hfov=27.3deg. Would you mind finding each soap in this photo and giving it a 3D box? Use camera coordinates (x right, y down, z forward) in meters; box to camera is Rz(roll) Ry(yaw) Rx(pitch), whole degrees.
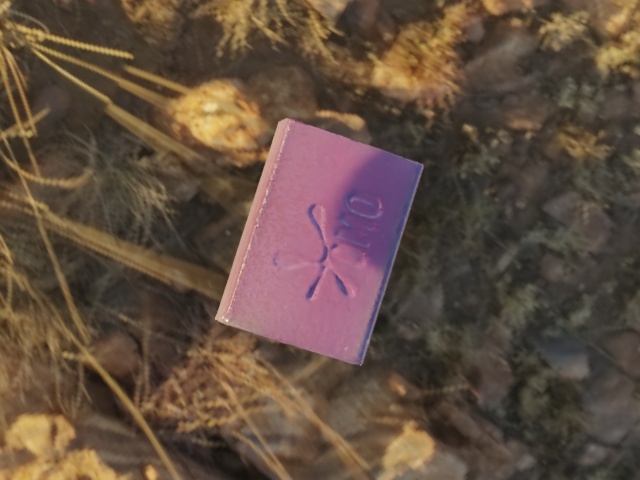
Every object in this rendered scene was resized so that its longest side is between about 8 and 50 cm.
[{"bbox_3d":[0.000,0.000,1.564,0.181,0.081,0.259,19,87,-11],"label":"soap"}]
